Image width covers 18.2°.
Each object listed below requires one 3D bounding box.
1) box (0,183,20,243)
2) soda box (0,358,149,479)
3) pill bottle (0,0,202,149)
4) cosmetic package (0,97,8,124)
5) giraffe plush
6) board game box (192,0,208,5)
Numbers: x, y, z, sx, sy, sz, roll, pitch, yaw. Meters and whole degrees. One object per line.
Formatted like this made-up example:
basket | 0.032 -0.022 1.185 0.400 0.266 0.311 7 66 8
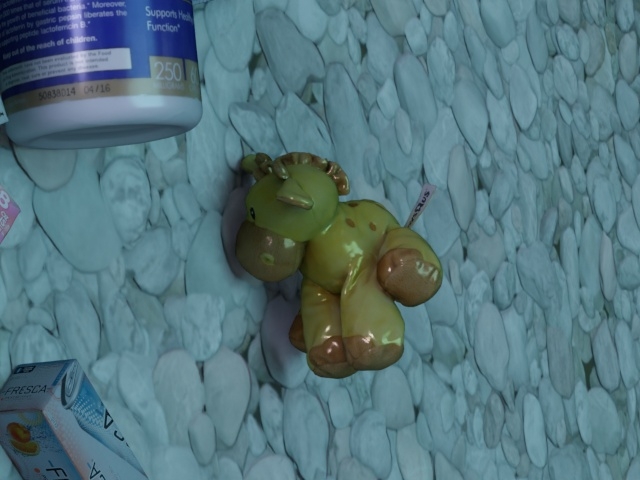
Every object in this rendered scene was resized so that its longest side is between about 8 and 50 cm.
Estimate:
box | -0.333 -0.068 1.151 0.300 0.154 0.142 54 28 -20
soda box | -0.180 0.178 1.528 0.183 0.058 0.063 64 35 -30
pill bottle | -0.176 -0.209 1.529 0.153 0.153 0.265 0 83 -60
cosmetic package | -0.300 -0.179 1.400 0.099 0.060 0.239 -40 117 -57
giraffe plush | 0.000 0.000 1.804 0.170 0.181 0.210 32 65 -28
board game box | -0.123 -0.276 1.731 0.194 0.060 0.194 -51 126 -53
